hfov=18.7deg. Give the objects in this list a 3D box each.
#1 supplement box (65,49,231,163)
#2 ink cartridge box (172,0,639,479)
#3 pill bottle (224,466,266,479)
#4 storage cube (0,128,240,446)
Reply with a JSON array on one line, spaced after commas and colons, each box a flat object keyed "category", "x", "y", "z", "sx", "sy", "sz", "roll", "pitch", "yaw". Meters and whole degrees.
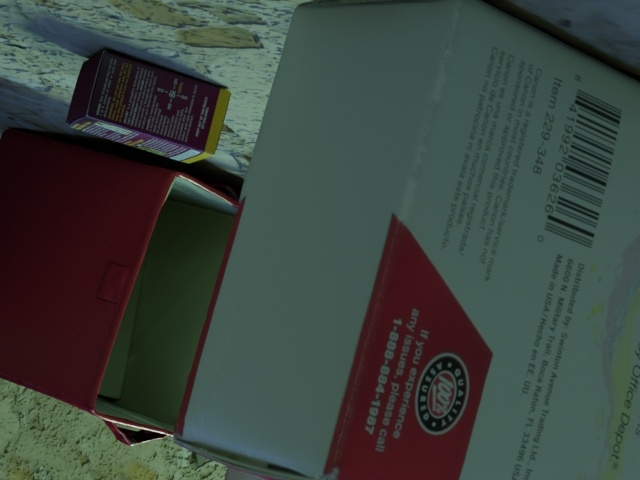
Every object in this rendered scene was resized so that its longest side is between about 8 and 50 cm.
[{"category": "supplement box", "x": -0.104, "y": -0.080, "z": 1.175, "sx": 0.083, "sy": 0.043, "sz": 0.055, "roll": 17, "pitch": 172, "yaw": -20}, {"category": "ink cartridge box", "x": 0.106, "y": 0.036, "z": 0.947, "sx": 0.306, "sy": 0.226, "sz": 0.131, "roll": 22, "pitch": 169, "yaw": -39}, {"category": "pill bottle", "x": -0.001, "y": 0.107, "z": 1.604, "sx": 0.131, "sy": 0.229, "sz": 0.131, "roll": 15, "pitch": 172, "yaw": 2}, {"category": "storage cube", "x": -0.157, "y": 0.041, "z": 1.523, "sx": 0.193, "sy": 0.215, "sz": 0.183, "roll": 16, "pitch": 175, "yaw": 39}]
